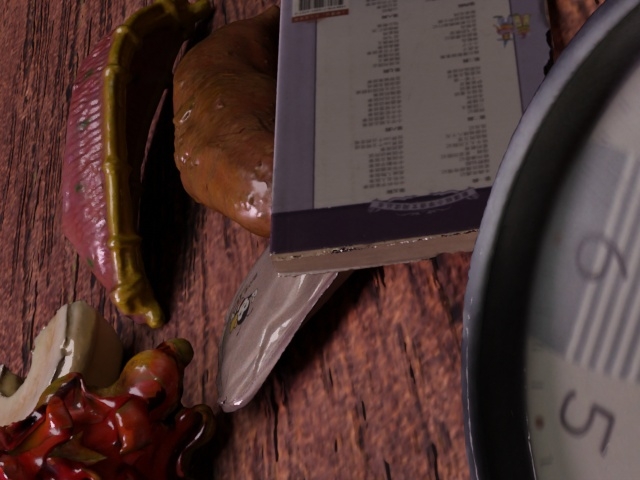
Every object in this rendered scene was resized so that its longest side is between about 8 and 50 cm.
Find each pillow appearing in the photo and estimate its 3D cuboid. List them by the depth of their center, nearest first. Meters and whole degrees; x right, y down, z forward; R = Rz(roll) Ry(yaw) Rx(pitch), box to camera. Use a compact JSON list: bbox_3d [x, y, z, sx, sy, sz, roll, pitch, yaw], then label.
[{"bbox_3d":[0.000,0.000,0.855,0.232,0.038,0.130,-51,23,24],"label":"pillow"}]

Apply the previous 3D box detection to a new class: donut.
[{"bbox_3d":[-0.212,0.129,1.060,0.166,0.065,0.108,-36,40,37],"label":"donut"}]

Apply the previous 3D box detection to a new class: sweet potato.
[{"bbox_3d":[-0.055,-0.071,0.919,0.106,0.095,0.354,-42,21,14],"label":"sweet potato"}]

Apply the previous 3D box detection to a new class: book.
[{"bbox_3d":[0.053,-0.083,0.761,0.157,0.026,0.231,-8,50,11],"label":"book"}]

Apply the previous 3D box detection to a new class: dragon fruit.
[{"bbox_3d":[-0.145,0.151,0.888,0.133,0.150,0.207,34,91,30],"label":"dragon fruit"}]

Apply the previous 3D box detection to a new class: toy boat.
[{"bbox_3d":[-0.153,-0.075,1.099,0.141,0.099,0.318,86,-173,-58],"label":"toy boat"}]

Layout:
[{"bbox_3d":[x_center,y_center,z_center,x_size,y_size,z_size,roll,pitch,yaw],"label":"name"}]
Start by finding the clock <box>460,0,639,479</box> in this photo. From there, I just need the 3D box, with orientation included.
[{"bbox_3d":[0.172,0.045,0.427,0.325,0.067,0.325,-5,84,52],"label":"clock"}]
